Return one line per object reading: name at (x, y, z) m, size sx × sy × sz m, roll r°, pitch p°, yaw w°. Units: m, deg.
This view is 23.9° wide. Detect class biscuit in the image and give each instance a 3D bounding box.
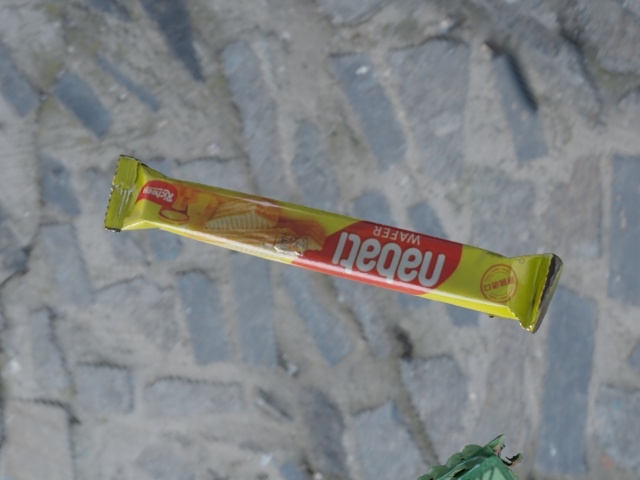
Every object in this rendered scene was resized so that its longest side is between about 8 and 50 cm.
biscuit at (0.000, 0.000, 0.891) m, size 0.292 × 0.026 × 0.048 m, roll 13°, pitch 80°, yaw 24°

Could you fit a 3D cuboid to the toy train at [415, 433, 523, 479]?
toy train at (0.045, 0.242, 0.875) m, size 0.269 × 0.115 × 0.154 m, roll -33°, pitch 72°, yaw -11°
